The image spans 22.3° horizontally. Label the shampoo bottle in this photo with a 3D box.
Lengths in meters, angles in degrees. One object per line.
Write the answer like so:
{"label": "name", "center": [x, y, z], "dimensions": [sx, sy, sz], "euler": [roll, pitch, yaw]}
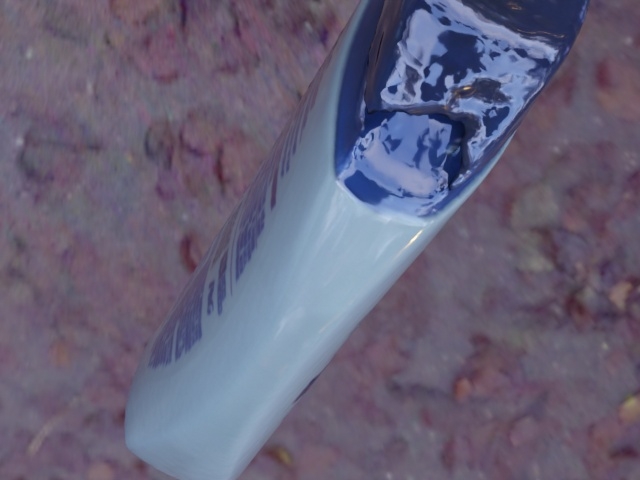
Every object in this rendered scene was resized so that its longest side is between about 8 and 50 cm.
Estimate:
{"label": "shampoo bottle", "center": [0.000, 0.000, 0.710], "dimensions": [0.078, 0.134, 0.359], "euler": [27, 141, -7]}
